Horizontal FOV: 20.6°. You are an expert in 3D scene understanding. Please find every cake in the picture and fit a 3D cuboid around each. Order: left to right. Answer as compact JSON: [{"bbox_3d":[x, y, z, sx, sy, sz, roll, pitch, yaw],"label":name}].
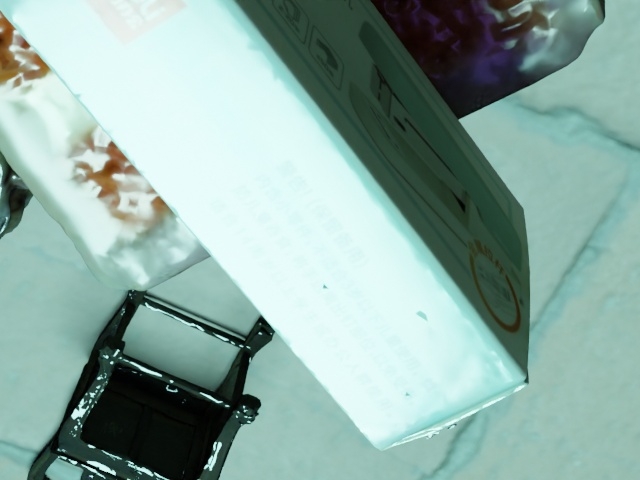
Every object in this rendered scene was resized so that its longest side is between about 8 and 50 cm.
[{"bbox_3d":[-0.029,-0.161,0.861,0.309,0.230,0.237,-28,119,23],"label":"cake"}]

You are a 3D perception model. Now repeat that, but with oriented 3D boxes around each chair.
[{"bbox_3d":[-0.125,0.139,1.158,0.106,0.113,0.229,25,121,-7],"label":"chair"}]

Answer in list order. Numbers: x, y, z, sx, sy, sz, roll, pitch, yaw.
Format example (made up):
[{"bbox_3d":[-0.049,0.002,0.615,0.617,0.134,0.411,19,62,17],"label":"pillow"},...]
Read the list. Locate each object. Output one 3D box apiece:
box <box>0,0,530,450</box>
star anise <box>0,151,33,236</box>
[{"bbox_3d":[-0.014,-0.051,0.714,0.079,0.135,0.269,-28,118,22],"label":"box"},{"bbox_3d":[-0.216,-0.083,1.019,0.214,0.099,0.220,-32,115,16],"label":"star anise"}]
